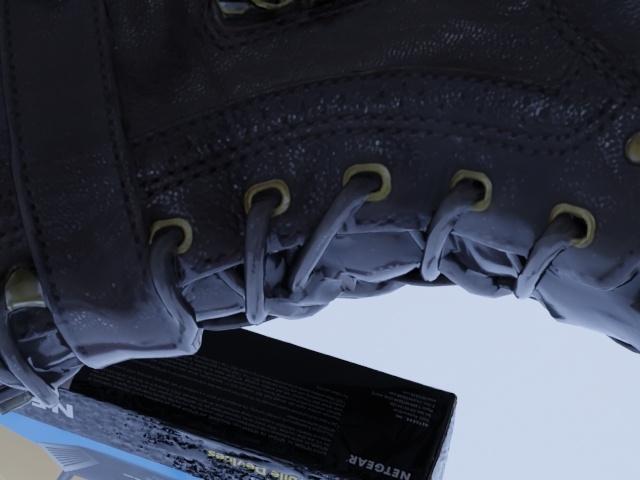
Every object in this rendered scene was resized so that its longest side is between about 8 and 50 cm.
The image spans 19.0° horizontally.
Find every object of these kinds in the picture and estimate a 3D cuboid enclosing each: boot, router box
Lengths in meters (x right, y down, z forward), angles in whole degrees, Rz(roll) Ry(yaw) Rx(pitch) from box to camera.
[{"bbox_3d":[0.000,0.000,0.358,0.229,0.091,0.263,-21,-123,8],"label":"boot"},{"bbox_3d":[-0.048,0.076,0.657,0.179,0.133,0.046,17,-124,9],"label":"router box"}]
